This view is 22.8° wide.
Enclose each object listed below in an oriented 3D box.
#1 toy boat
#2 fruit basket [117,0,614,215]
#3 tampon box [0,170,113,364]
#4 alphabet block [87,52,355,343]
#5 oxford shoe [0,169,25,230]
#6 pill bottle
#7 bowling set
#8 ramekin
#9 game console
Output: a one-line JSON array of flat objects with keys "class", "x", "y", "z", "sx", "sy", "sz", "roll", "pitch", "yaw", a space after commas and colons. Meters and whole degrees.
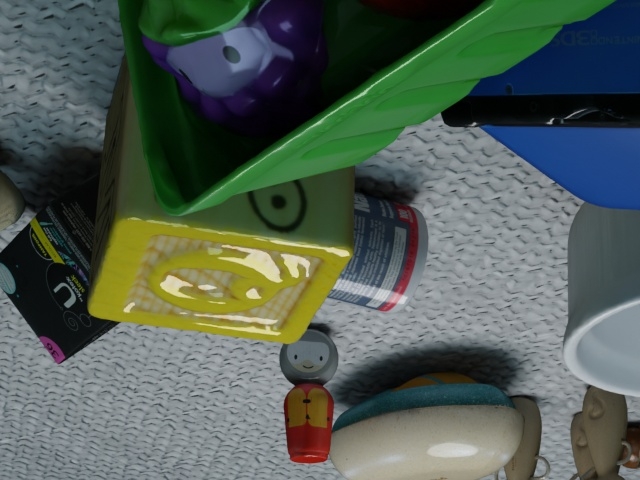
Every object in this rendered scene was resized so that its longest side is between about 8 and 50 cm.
[{"class": "toy boat", "x": 0.082, "y": 0.199, "z": 1.846, "sx": 0.318, "sy": 0.148, "sz": 0.267, "roll": 17, "pitch": 154, "yaw": -40}, {"class": "fruit basket", "x": -0.045, "y": -0.204, "z": 0.987, "sx": 0.392, "sy": 0.283, "sz": 0.392, "roll": -12, "pitch": 163, "yaw": -4}, {"class": "tampon box", "x": -0.218, "y": 0.022, "z": 1.497, "sx": 0.120, "sy": 0.101, "sz": 0.161, "roll": 54, "pitch": 140, "yaw": 1}, {"class": "alphabet block", "x": -0.082, "y": -0.049, "z": 1.311, "sx": 0.192, "sy": 0.197, "sz": 0.193, "roll": 8, "pitch": 151, "yaw": -11}, {"class": "oxford shoe", "x": -0.460, "y": 0.002, "z": 1.500, "sx": 0.397, "sy": 0.140, "sz": 0.146, "roll": -11, "pitch": 156, "yaw": 28}, {"class": "pill bottle", "x": 0.000, "y": 0.000, "z": 1.491, "sx": 0.180, "sy": 0.108, "sz": 0.108, "roll": 14, "pitch": 150, "yaw": -21}, {"class": "bowling set", "x": 0.372, "y": 0.270, "z": 1.919, "sx": 0.287, "sy": 0.154, "sz": 0.200, "roll": -17, "pitch": 146, "yaw": 31}, {"class": "ramekin", "x": 0.348, "y": 0.033, "z": 1.401, "sx": 0.277, "sy": 0.135, "sz": 0.277, "roll": 0, "pitch": 154, "yaw": 0}, {"class": "game console", "x": 0.238, "y": -0.131, "z": 1.085, "sx": 0.173, "sy": 0.250, "sz": 0.293, "roll": -10, "pitch": -170, "yaw": -40}]
